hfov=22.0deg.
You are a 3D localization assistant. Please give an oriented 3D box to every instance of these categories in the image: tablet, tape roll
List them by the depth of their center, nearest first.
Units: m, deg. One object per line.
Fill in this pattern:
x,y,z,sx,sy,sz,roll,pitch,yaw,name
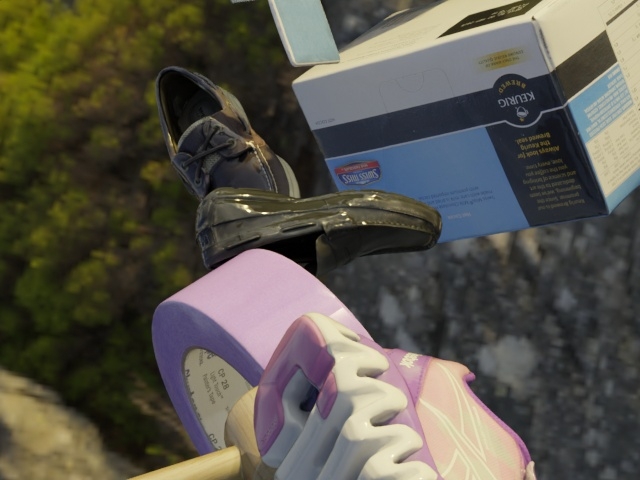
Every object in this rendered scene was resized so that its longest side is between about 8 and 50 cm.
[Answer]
-0.011,-0.143,1.106,0.006,0.083,0.054,-20,90,24,tablet
-0.025,0.147,1.366,0.275,0.090,0.275,42,151,30,tape roll

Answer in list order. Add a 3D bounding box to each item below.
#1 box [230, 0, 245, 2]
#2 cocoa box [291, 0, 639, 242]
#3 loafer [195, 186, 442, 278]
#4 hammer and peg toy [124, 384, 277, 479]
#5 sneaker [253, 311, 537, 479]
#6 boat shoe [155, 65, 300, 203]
0.029,-0.391,1.882,0.057,0.293,0.201,-112,16,-64,box
0.192,-0.147,1.827,0.347,0.231,0.228,-10,110,43,cocoa box
0.000,0.000,1.462,0.076,0.223,0.078,110,158,-58,loafer
-0.104,0.236,0.976,0.127,0.266,0.361,-118,29,-59,hammer and peg toy
0.056,0.127,0.694,0.095,0.104,0.236,-60,37,33,sneaker
-0.106,-0.086,1.673,0.103,0.092,0.285,-45,38,13,boat shoe
